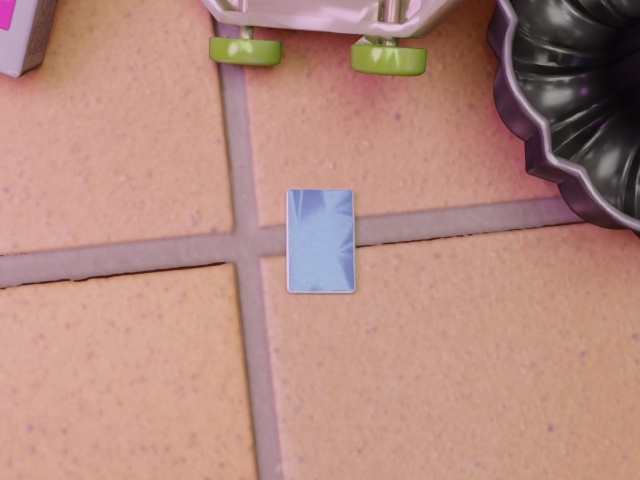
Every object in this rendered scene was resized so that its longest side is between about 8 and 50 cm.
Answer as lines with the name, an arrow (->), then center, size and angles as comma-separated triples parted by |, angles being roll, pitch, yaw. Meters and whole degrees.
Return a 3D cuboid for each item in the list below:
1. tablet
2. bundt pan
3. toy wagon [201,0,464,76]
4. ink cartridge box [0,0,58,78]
tablet -> 0.000, 0.000, 0.729 | 0.054, 0.006, 0.083 | 0, 80, -7
bundt pan -> 0.278, -0.140, 0.729 | 0.331, 0.124, 0.330 | 1, 79, -7
toy wagon -> 0.041, -0.252, 0.659 | 0.345, 0.068, 0.267 | 9, 104, 23
ink cartridge box -> -0.282, -0.284, 0.652 | 0.239, 0.060, 0.275 | 19, 109, -4
